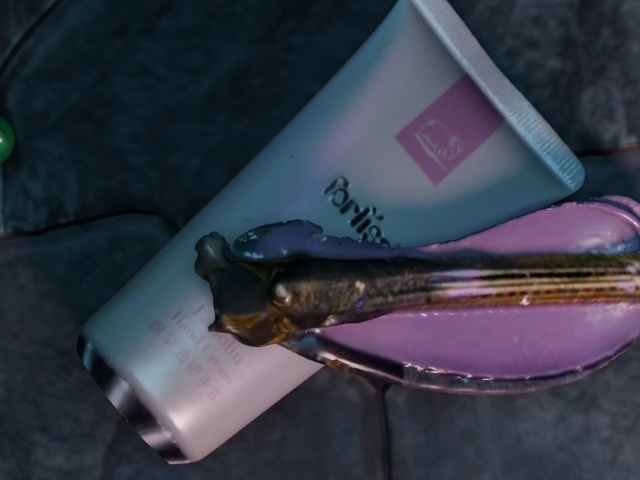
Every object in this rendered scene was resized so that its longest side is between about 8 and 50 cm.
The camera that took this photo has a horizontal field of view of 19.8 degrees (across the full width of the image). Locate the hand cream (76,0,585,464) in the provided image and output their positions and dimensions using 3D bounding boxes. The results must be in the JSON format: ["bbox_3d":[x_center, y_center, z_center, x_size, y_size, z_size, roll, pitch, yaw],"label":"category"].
[{"bbox_3d":[0.000,0.000,1.249,0.359,0.118,0.185,-41,92,-10],"label":"hand cream"}]

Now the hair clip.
[{"bbox_3d":[0.091,0.038,1.211,0.359,0.095,0.110,1,59,-31],"label":"hair clip"}]

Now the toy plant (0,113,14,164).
[{"bbox_3d":[-0.284,-0.083,1.262,0.143,0.105,0.200,-8,101,-13],"label":"toy plant"}]
